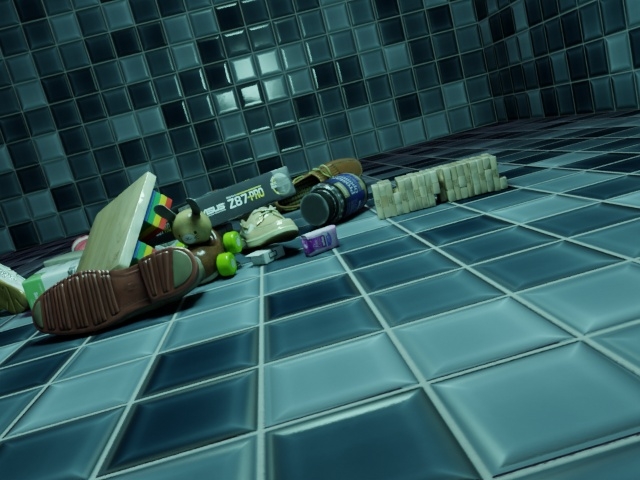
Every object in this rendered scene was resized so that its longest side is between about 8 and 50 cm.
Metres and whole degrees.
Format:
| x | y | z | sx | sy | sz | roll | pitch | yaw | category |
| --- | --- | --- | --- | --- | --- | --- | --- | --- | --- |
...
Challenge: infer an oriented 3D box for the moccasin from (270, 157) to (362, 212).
| x | y | z | sx | sy | sz | roll | pitch | yaw | category |
| --- | --- | --- | --- | --- | --- | --- | --- | --- | --- |
| -0.009 | -0.210 | 2.123 | 0.380 | 0.139 | 0.147 | -18 | 12 | -17 | moccasin |

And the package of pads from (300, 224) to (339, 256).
| x | y | z | sx | sy | sz | roll | pitch | yaw | category |
| --- | --- | --- | --- | --- | --- | --- | --- | --- | --- |
| 0.000 | 0.000 | 1.278 | 0.083 | 0.050 | 0.032 | -20 | 12 | -26 | package of pads |

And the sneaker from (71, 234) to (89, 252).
| x | y | z | sx | sy | sz | roll | pitch | yaw | category |
| --- | --- | --- | --- | --- | --- | --- | --- | --- | --- |
| -0.812 | 0.010 | 2.236 | 0.313 | 0.116 | 0.136 | -25 | 23 | -15 | sneaker |

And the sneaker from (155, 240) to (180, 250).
| x | y | z | sx | sy | sz | roll | pitch | yaw | category |
| --- | --- | --- | --- | --- | --- | --- | --- | --- | --- |
| -0.573 | 0.002 | 1.946 | 0.232 | 0.090 | 0.115 | -16 | 7 | -11 | sneaker |

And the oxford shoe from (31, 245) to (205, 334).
| x | y | z | sx | sy | sz | roll | pitch | yaw | category |
| --- | --- | --- | --- | --- | --- | --- | --- | --- | --- |
| -0.395 | 0.116 | 1.148 | 0.348 | 0.123 | 0.130 | -15 | -15 | 2 | oxford shoe |

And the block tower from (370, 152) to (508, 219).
| x | y | z | sx | sy | sz | roll | pitch | yaw | category |
| --- | --- | --- | --- | --- | --- | --- | --- | --- | --- |
| 0.304 | -0.144 | 1.491 | 0.335 | 0.097 | 0.091 | -13 | 12 | 4 | block tower |

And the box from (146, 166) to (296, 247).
| x | y | z | sx | sy | sz | roll | pitch | yaw | category |
| --- | --- | --- | --- | --- | --- | --- | --- | --- | --- |
| -0.305 | -0.090 | 1.658 | 0.318 | 0.097 | 0.395 | -23 | 6 | -36 | box |

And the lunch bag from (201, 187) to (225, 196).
| x | y | z | sx | sy | sz | roll | pitch | yaw | category |
| --- | --- | --- | --- | --- | --- | --- | --- | --- | --- |
| -0.387 | -0.193 | 2.622 | 0.243 | 0.115 | 0.303 | -8 | 12 | 21 | lunch bag |

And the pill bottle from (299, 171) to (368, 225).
| x | y | z | sx | sy | sz | roll | pitch | yaw | category |
| --- | --- | --- | --- | --- | --- | --- | --- | --- | --- |
| 0.038 | -0.114 | 1.617 | 0.122 | 0.123 | 0.219 | -8 | 13 | 33 | pill bottle |

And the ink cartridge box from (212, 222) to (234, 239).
| x | y | z | sx | sy | sz | roll | pitch | yaw | category |
| --- | --- | --- | --- | --- | --- | --- | --- | --- | --- |
| -0.322 | -0.006 | 1.721 | 0.099 | 0.056 | 0.135 | -15 | 10 | 8 | ink cartridge box |

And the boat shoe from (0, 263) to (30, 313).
| x | y | z | sx | sy | sz | roll | pitch | yaw | category |
| --- | --- | --- | --- | --- | --- | --- | --- | --- | --- |
| -0.883 | 0.108 | 1.549 | 0.277 | 0.098 | 0.096 | 29 | 15 | 8 | boat shoe |

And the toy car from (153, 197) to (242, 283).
| x | y | z | sx | sy | sz | roll | pitch | yaw | category |
| --- | --- | --- | --- | --- | --- | --- | --- | --- | --- |
| -0.286 | -0.011 | 1.269 | 0.155 | 0.188 | 0.149 | -12 | 38 | 13 | toy car |

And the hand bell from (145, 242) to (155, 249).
| x | y | z | sx | sy | sz | roll | pitch | yaw | category |
| --- | --- | --- | --- | --- | --- | --- | --- | --- | --- |
| -0.590 | -0.049 | 1.861 | 0.126 | 0.126 | 0.242 | -14 | 38 | 3 | hand bell |

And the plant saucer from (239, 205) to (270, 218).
| x | y | z | sx | sy | sz | roll | pitch | yaw | category |
| --- | --- | --- | --- | --- | --- | --- | --- | --- | --- |
| -0.271 | -0.121 | 2.298 | 0.198 | 0.036 | 0.198 | -14 | 12 | 3 | plant saucer |

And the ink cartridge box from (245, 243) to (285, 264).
| x | y | z | sx | sy | sz | roll | pitch | yaw | category |
| --- | --- | --- | --- | --- | --- | --- | --- | --- | --- |
| -0.129 | 0.035 | 1.328 | 0.048 | 0.028 | 0.083 | -7 | 13 | 41 | ink cartridge box |

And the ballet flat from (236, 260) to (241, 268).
| x | y | z | sx | sy | sz | roll | pitch | yaw | category |
| --- | --- | --- | --- | --- | --- | --- | --- | --- | --- |
| -0.241 | 0.054 | 1.360 | 0.114 | 0.041 | 0.041 | -9 | 12 | 28 | ballet flat |

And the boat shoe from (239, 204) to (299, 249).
| x | y | z | sx | sy | sz | roll | pitch | yaw | category |
| --- | --- | --- | --- | --- | --- | --- | --- | --- | --- |
| -0.142 | -0.036 | 1.423 | 0.109 | 0.098 | 0.302 | -11 | 0 | -22 | boat shoe |

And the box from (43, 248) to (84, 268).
| x | y | z | sx | sy | sz | roll | pitch | yaw | category |
| --- | --- | --- | --- | --- | --- | --- | --- | --- | --- |
| -0.683 | 0.074 | 1.700 | 0.275 | 0.094 | 0.113 | -9 | 12 | 30 | box |

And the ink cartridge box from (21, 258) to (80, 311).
| x | y | z | sx | sy | sz | roll | pitch | yaw | category |
| --- | --- | --- | --- | --- | --- | --- | --- | --- | --- |
| -0.630 | 0.102 | 1.491 | 0.219 | 0.093 | 0.160 | -15 | 12 | -5 | ink cartridge box |

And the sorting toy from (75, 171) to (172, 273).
| x | y | z | sx | sy | sz | roll | pitch | yaw | category |
| --- | --- | --- | --- | --- | --- | --- | --- | --- | --- |
| -0.460 | 0.010 | 1.330 | 0.255 | 0.089 | 0.257 | -27 | 44 | 37 | sorting toy |

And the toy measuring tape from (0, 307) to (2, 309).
| x | y | z | sx | sy | sz | roll | pitch | yaw | category |
| --- | --- | --- | --- | --- | --- | --- | --- | --- | --- |
| -0.921 | 0.142 | 1.603 | 0.330 | 0.121 | 0.121 | -18 | 11 | -14 | toy measuring tape |
